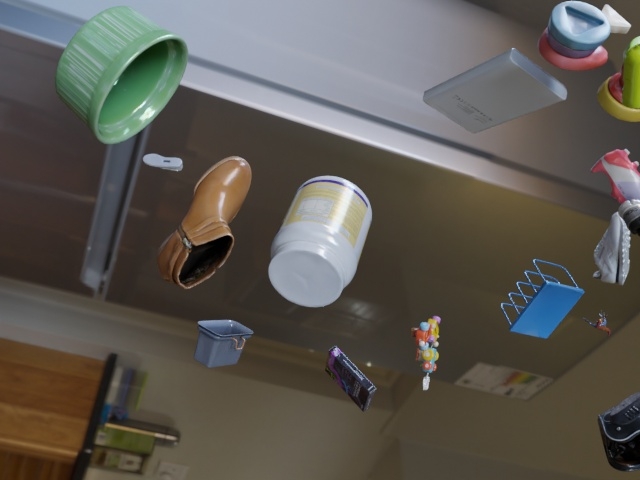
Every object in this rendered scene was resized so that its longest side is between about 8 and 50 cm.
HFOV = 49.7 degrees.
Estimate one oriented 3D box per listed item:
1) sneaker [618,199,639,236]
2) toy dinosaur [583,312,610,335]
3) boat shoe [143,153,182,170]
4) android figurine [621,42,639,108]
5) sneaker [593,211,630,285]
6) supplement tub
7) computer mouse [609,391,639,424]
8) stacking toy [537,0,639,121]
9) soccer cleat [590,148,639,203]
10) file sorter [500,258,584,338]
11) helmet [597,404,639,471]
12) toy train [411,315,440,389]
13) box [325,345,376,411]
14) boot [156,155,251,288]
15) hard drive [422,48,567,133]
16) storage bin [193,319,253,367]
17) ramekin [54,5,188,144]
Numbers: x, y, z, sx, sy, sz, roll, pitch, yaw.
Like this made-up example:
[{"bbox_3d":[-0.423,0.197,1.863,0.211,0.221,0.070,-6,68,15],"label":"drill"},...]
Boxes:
[{"bbox_3d":[0.650,-0.022,1.309,0.063,0.170,0.075,112,-9,-45],"label":"sneaker"},{"bbox_3d":[0.714,0.212,1.747,0.047,0.090,0.082,-47,176,25],"label":"toy dinosaur"},{"bbox_3d":[-0.399,-0.194,1.751,0.035,0.100,0.035,98,-3,-59],"label":"boat shoe"},{"bbox_3d":[0.571,-0.253,0.996,0.056,0.248,0.273,-67,152,-44],"label":"android figurine"},{"bbox_3d":[0.842,0.024,2.006,0.090,0.094,0.235,-36,127,-43],"label":"sneaker"},{"bbox_3d":[0.000,0.000,1.924,0.331,0.241,0.241,-68,-176,-49],"label":"supplement tub"},{"bbox_3d":[0.794,0.366,1.650,0.242,0.041,0.071,-40,169,10],"label":"computer mouse"},{"bbox_3d":[0.660,-0.437,1.504,0.279,0.309,0.130,-34,158,-24],"label":"stacking toy"},{"bbox_3d":[0.734,-0.099,1.604,0.095,0.248,0.083,-36,168,22],"label":"soccer cleat"},{"bbox_3d":[0.559,0.149,1.768,0.104,0.118,0.170,-104,-147,-51],"label":"file sorter"},{"bbox_3d":[0.789,0.486,1.720,0.169,0.161,0.169,-12,90,-77],"label":"helmet"},{"bbox_3d":[0.215,0.226,1.460,0.125,0.046,0.166,-47,140,-52],"label":"toy train"},{"bbox_3d":[0.078,0.372,1.853,0.029,0.162,0.116,-33,151,-28],"label":"box"},{"bbox_3d":[-0.207,-0.037,1.314,0.283,0.109,0.220,-48,-159,-8],"label":"boot"},{"bbox_3d":[0.440,-0.373,1.774,0.307,0.203,0.040,-16,-126,56],"label":"hard drive"},{"bbox_3d":[-0.231,0.249,1.636,0.098,0.135,0.091,23,-80,31],"label":"storage bin"},{"bbox_3d":[-0.461,-0.386,1.592,0.303,0.148,0.303,-50,175,-7],"label":"ramekin"}]
